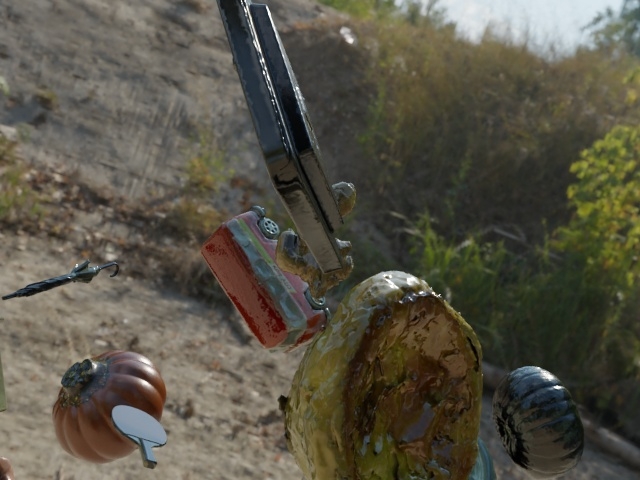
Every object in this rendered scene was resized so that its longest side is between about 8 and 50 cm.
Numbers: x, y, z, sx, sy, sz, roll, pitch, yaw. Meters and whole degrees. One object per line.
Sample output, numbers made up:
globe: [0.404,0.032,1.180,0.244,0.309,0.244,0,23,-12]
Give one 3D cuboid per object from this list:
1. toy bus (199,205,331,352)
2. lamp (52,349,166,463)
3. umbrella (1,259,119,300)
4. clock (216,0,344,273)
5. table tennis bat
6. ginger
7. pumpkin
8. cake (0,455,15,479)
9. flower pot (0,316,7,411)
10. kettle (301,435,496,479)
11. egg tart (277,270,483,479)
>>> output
toy bus: [-0.100,0.078,1.529,0.120,0.121,0.265,-20,72,-52]
lamp: [-0.394,0.307,1.612,0.196,0.223,0.223,53,-9,-31]
umbrella: [-0.441,0.061,1.487,0.044,0.044,0.269,13,13,27]
clock: [-0.035,-0.125,0.934,0.049,0.273,0.279,-19,-23,3]
table tennis bat: [-0.276,0.301,1.334,0.095,0.014,0.158,27,8,-29]
ginger: [0.011,-0.001,1.435,0.133,0.214,0.059,31,-25,17]
pumpkin: [0.384,0.317,1.518,0.140,0.202,0.202,-17,18,-8]
cake: [-0.537,0.368,0.993,0.314,0.307,0.293,16,34,-1]
flower pot: [-0.772,0.284,1.855,0.212,0.203,0.212,-11,-4,-1]
kettle: [0.171,0.442,1.616,0.342,0.319,0.247,30,-32,1]
egg tart: [0.061,0.177,0.888,0.115,0.290,0.290,0,-7,43]
